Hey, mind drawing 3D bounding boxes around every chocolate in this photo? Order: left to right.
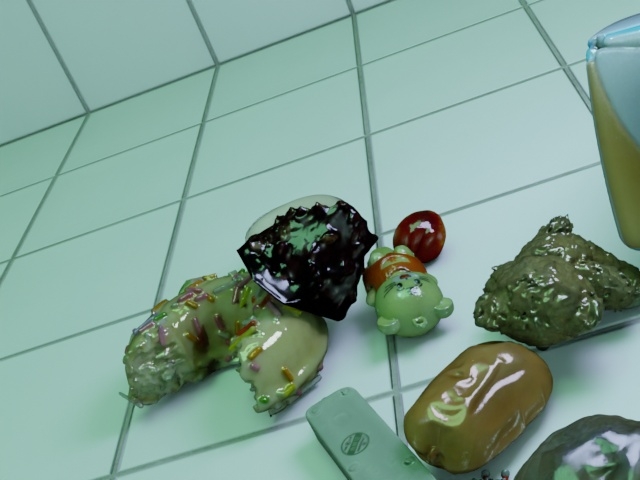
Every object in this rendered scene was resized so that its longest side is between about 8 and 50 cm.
[{"bbox_3d":[0.000,0.000,1.651,0.177,0.224,0.206,-54,39,17],"label":"chocolate"}]

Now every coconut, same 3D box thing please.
[{"bbox_3d":[-0.248,0.113,1.946,0.082,0.081,0.083,2,-2,-30],"label":"coconut"}]

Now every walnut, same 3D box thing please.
[{"bbox_3d":[0.315,0.303,1.068,0.224,0.224,0.224,-18,28,10],"label":"walnut"}]

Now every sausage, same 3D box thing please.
[{"bbox_3d":[0.218,0.228,1.341,0.241,0.120,0.136,-36,30,-30],"label":"sausage"}]

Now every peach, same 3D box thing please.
[{"bbox_3d":[0.184,-0.008,1.799,0.100,0.101,0.101,-18,28,10],"label":"peach"}]

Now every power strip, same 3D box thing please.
[{"bbox_3d":[0.083,0.320,1.349,0.091,0.062,0.385,-30,29,-11],"label":"power strip"}]

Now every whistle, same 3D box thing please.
[{"bbox_3d":[0.137,0.079,1.677,0.131,0.106,0.288,-17,28,-3],"label":"whistle"}]

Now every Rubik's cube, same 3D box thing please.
[{"bbox_3d":[0.622,-0.193,1.450,0.352,0.348,0.351,-4,16,35],"label":"Rubik's cube"}]

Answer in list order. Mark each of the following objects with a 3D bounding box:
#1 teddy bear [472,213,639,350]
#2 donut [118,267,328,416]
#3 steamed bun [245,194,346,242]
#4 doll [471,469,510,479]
[{"bbox_3d":[0.347,0.077,1.449,0.267,0.156,0.256,-5,25,28],"label":"teddy bear"},{"bbox_3d":[-0.157,0.170,1.694,0.371,0.150,0.307,-2,31,33],"label":"donut"},{"bbox_3d":[-0.031,0.006,1.903,0.228,0.131,0.177,-25,38,-6],"label":"steamed bun"},{"bbox_3d":[0.222,0.335,1.245,0.057,0.039,0.114,27,31,2],"label":"doll"}]
